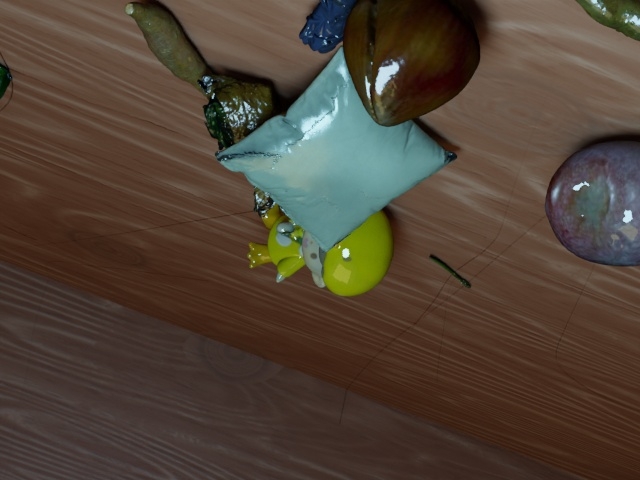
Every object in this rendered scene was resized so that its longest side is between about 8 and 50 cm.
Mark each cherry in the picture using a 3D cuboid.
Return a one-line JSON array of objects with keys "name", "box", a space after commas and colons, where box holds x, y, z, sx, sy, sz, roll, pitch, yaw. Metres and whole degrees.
[{"name": "cherry", "box": [0.498, -0.060, 1.592, 0.239, 0.206, 0.239, -11, 178, 0]}]

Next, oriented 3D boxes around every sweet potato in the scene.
[{"name": "sweet potato", "box": [0.431, -0.285, 1.278, 0.273, 0.067, 0.067, 21, 158, -10]}, {"name": "sweet potato", "box": [-0.259, -0.332, 1.716, 0.072, 0.066, 0.314, 16, 162, 25]}]

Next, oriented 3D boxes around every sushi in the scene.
[{"name": "sushi", "box": [-0.130, -0.194, 1.816, 0.140, 0.149, 0.287, -16, 128, 3]}]

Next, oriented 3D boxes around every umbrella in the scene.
[{"name": "umbrella", "box": [0.030, -0.349, 1.442, 0.071, 0.071, 0.248, 23, 156, -11]}]

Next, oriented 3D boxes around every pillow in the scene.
[{"name": "pillow", "box": [0.028, -0.147, 1.722, 0.312, 0.119, 0.310, -37, 120, 21]}]

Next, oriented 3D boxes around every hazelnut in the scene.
[{"name": "hazelnut", "box": [0.122, -0.258, 1.397, 0.208, 0.208, 0.208, 16, 158, 7]}]

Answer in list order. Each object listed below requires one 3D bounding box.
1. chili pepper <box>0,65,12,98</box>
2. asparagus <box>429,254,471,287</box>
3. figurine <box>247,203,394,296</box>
[{"name": "chili pepper", "box": [-0.711, -0.260, 2.027, 0.059, 0.227, 0.088, 19, 162, -2]}, {"name": "asparagus", "box": [0.303, 0.072, 2.281, 0.016, 0.013, 0.166, -42, 128, 17]}, {"name": "figurine", "box": [0.000, 0.000, 2.115, 0.343, 0.215, 0.187, 10, -171, 39]}]
